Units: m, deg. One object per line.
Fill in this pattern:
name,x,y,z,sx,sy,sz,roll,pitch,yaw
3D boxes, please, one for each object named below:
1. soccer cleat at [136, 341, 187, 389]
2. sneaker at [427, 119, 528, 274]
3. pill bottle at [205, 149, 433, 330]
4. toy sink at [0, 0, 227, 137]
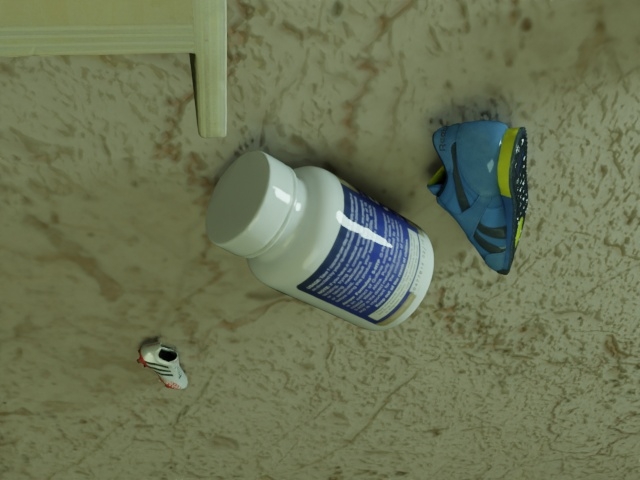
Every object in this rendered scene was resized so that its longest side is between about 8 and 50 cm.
soccer cleat,-0.166,0.138,0.772,0.035,0.029,0.083,-23,132,15
sneaker,0.149,-0.039,0.658,0.082,0.069,0.209,9,153,23
pill bottle,0.000,0.000,0.611,0.186,0.112,0.112,28,123,-36
toy sink,-0.118,-0.178,0.341,0.131,0.153,0.234,-5,142,-10
